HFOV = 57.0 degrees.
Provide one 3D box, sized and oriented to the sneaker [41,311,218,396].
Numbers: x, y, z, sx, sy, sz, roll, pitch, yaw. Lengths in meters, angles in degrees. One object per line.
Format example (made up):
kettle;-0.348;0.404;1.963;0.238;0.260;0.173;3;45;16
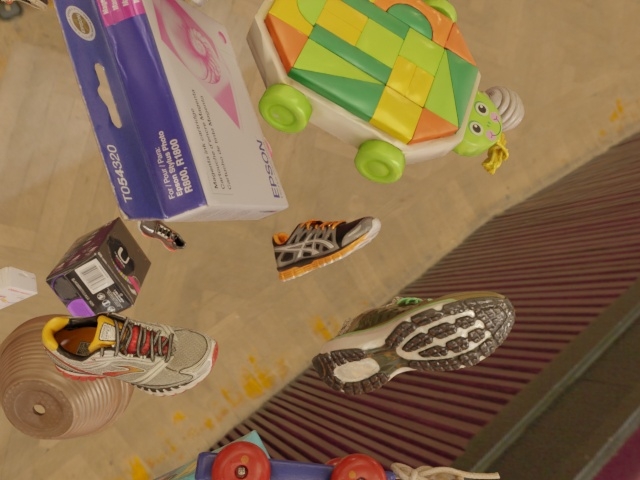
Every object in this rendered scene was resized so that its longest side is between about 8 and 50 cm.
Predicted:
sneaker;-0.240;0.138;0.736;0.225;0.092;0.088;1;57;4

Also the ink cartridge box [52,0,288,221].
ink cartridge box;-0.184;-0.186;0.803;0.071;0.330;0.324;-21;85;20

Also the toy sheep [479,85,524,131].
toy sheep;0.335;-0.247;1.114;0.132;0.091;0.091;16;75;-46

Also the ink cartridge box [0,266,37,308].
ink cartridge box;-0.719;0.110;1.328;0.122;0.088;0.052;-23;70;10

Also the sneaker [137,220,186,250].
sneaker;-0.427;-0.024;1.615;0.158;0.065;0.061;39;61;-44

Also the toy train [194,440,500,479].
toy train;0.022;0.241;0.451;0.248;0.105;0.143;8;67;-5

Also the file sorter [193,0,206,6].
file sorter;-0.133;-0.447;0.635;0.193;0.173;0.277;44;98;2

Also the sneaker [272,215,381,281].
sneaker;0.000;0.000;0.956;0.084;0.215;0.083;-20;87;-57

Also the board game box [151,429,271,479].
board game box;-0.154;0.402;0.676;0.253;0.336;0.079;60;25;5

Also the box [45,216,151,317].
box;-0.554;0.076;1.506;0.143;0.270;0.165;-27;112;4

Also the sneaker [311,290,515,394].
sneaker;0.170;0.155;1.147;0.158;0.410;0.182;53;32;-26

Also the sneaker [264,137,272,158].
sneaker;-0.204;-0.189;1.217;0.252;0.111;0.103;17;76;23

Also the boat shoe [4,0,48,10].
boat shoe;-0.500;-0.405;0.956;0.049;0.137;0.043;20;108;19

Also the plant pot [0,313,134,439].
plant pot;-0.446;0.253;0.988;0.237;0.109;0.237;1;112;3

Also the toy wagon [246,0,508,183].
toy wagon;0.092;-0.196;0.695;0.344;0.068;0.267;28;62;-10
